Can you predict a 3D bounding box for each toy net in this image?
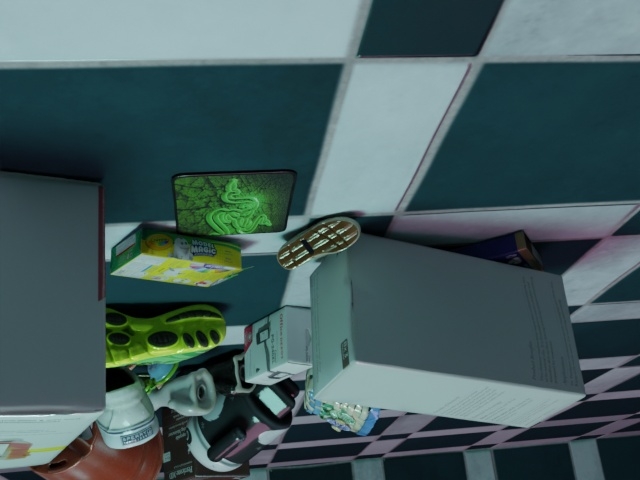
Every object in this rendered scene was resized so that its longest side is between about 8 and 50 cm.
[{"bbox_3d":[-0.388,0.297,1.702,0.232,0.122,0.045,-25,126,33],"label":"toy net"}]

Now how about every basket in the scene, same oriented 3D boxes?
[{"bbox_3d":[0.112,0.303,1.742,0.288,0.201,0.255,5,157,-1],"label":"basket"}]

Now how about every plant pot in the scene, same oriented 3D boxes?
[{"bbox_3d":[-0.542,0.473,1.945,0.272,0.272,0.265,-11,149,11],"label":"plant pot"}]

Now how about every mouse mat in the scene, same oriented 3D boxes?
[{"bbox_3d":[-0.113,-0.044,1.085,0.152,0.007,0.190,-3,159,-8],"label":"mouse mat"}]

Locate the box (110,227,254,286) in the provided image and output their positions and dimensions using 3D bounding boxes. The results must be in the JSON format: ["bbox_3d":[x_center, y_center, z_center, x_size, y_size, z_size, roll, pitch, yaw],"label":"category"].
[{"bbox_3d":[-0.193,0.028,1.188,0.179,0.043,0.105,13,155,-35],"label":"box"}]

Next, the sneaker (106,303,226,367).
[{"bbox_3d":[-0.311,0.177,1.438,0.295,0.109,0.123,0,153,-16],"label":"sneaker"}]

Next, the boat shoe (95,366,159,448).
[{"bbox_3d":[-0.401,0.242,1.529,0.135,0.157,0.367,-16,-164,-22],"label":"boat shoe"}]

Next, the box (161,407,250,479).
[{"bbox_3d":[-0.300,0.524,2.180,0.167,0.203,0.168,12,151,-37],"label":"box"}]

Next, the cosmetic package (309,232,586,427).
[{"bbox_3d":[0.185,0.141,1.262,0.384,0.217,0.156,12,145,-18],"label":"cosmetic package"}]

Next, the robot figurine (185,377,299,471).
[{"bbox_3d":[-0.179,0.398,1.890,0.278,0.174,0.209,-41,149,18],"label":"robot figurine"}]

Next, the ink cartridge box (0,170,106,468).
[{"bbox_3d":[-0.388,0.121,1.057,0.160,0.279,0.384,4,157,-26],"label":"ink cartridge box"}]

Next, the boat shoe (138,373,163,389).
[{"bbox_3d":[-0.418,0.316,1.836,0.153,0.056,0.048,4,147,-28],"label":"boat shoe"}]

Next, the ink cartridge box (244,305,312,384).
[{"bbox_3d":[-0.077,0.195,1.548,0.063,0.109,0.150,13,151,-33],"label":"ink cartridge box"}]

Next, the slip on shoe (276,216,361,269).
[{"bbox_3d":[0.000,0.000,1.183,0.135,0.051,0.041,-29,-170,29],"label":"slip on shoe"}]

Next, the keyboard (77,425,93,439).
[{"bbox_3d":[-0.499,0.216,1.395,0.201,0.033,0.317,13,134,20],"label":"keyboard"}]

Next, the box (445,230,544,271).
[{"bbox_3d":[0.238,0.046,1.367,0.225,0.037,0.136,-14,157,22],"label":"box"}]

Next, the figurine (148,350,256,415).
[{"bbox_3d":[-0.276,0.309,1.745,0.209,0.092,0.215,-15,180,35],"label":"figurine"}]
